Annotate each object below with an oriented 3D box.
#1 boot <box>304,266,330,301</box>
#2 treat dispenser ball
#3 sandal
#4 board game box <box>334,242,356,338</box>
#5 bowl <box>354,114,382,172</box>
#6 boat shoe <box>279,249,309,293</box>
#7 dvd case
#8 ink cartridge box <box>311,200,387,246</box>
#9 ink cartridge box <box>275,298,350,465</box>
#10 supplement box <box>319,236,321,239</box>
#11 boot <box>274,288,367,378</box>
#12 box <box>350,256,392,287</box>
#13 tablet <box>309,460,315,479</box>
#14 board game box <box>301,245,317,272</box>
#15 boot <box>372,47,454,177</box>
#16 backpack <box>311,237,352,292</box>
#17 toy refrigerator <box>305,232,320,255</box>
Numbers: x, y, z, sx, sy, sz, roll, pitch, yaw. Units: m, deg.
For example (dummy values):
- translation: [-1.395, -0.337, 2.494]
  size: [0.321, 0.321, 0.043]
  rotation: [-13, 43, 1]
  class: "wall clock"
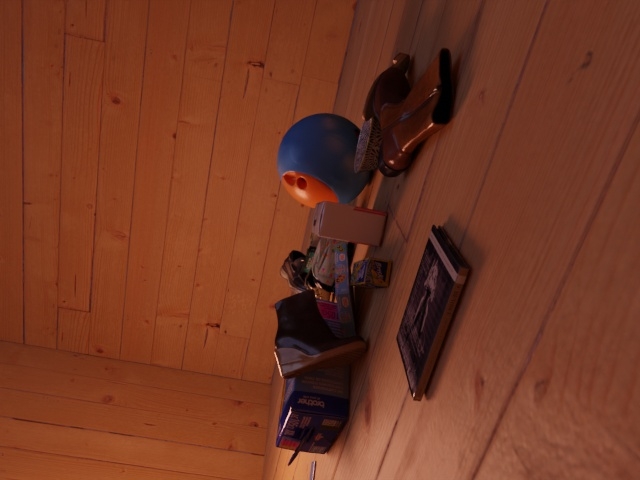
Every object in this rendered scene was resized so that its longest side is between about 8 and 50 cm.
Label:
- translation: [-0.012, 0.197, 1.729]
  size: [0.165, 0.077, 0.213]
  rotation: [64, -145, -62]
  class: "boot"
- translation: [0.013, -0.237, 1.502]
  size: [0.288, 0.288, 0.288]
  rotation: [-169, 90, -84]
  class: "treat dispenser ball"
- translation: [0.186, -0.368, 1.194]
  size: [0.240, 0.079, 0.088]
  rotation: [-57, -22, -30]
  class: "sandal"
- translation: [0.065, 0.132, 1.298]
  size: [0.211, 0.039, 0.160]
  rotation: [-87, -11, -56]
  class: "board game box"
- translation: [0.146, -0.249, 1.280]
  size: [0.170, 0.080, 0.170]
  rotation: [-168, 90, -83]
  class: "bowl"
- translation: [-0.066, 0.126, 1.981]
  size: [0.355, 0.132, 0.130]
  rotation: [31, 111, 58]
  class: "boat shoe"
- translation: [0.164, 0.105, 0.761]
  size: [0.164, 0.018, 0.221]
  rotation: [-91, 13, -68]
  class: "dvd case"
- translation: [0.065, -0.044, 1.280]
  size: [0.218, 0.159, 0.092]
  rotation: [-137, 58, -83]
  class: "ink cartridge box"
- translation: [-0.018, 0.393, 1.341]
  size: [0.270, 0.151, 0.395]
  rotation: [108, 170, -47]
  class: "ink cartridge box"
- translation: [0.048, -0.036, 1.792]
  size: [0.188, 0.081, 0.104]
  rotation: [-109, 31, -78]
  class: "supplement box"
- translation: [-0.012, 0.207, 1.205]
  size: [0.090, 0.248, 0.207]
  rotation: [37, -142, -48]
  class: "boot"
- translation: [0.112, 0.076, 1.127]
  size: [0.169, 0.054, 0.059]
  rotation: [134, 146, -80]
  class: "box"
- translation: [-0.025, 0.702, 1.481]
  size: [0.054, 0.006, 0.083]
  rotation: [114, 165, -63]
  class: "tablet"
- translation: [0.006, 0.078, 1.765]
  size: [0.186, 0.126, 0.026]
  rotation: [112, 168, -63]
  class: "board game box"
- translation: [0.178, -0.292, 0.995]
  size: [0.280, 0.096, 0.264]
  rotation: [123, 157, -72]
  class: "boot"
- translation: [0.036, 0.056, 1.592]
  size: [0.152, 0.115, 0.182]
  rotation: [-84, 10, -61]
  class: "backpack"
- translation: [0.000, 0.000, 2.118]
  size: [0.102, 0.094, 0.269]
  rotation: [-97, 18, -70]
  class: "toy refrigerator"
